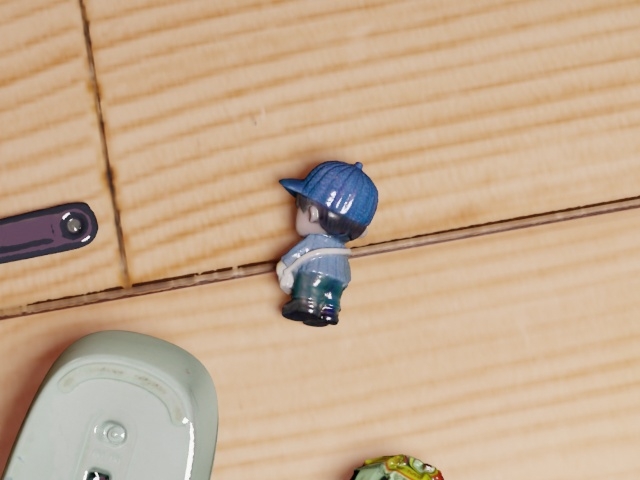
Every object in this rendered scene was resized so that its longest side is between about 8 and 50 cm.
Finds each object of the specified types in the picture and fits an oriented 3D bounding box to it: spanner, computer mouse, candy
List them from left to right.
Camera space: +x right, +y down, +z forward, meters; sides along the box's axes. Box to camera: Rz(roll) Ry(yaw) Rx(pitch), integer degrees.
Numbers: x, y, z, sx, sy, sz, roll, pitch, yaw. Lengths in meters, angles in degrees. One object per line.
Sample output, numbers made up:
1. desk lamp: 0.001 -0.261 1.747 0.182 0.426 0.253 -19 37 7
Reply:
1. spanner: -0.341 0.023 1.490 0.315 0.024 0.087 -12 74 -5
2. computer mouse: -0.174 0.213 1.388 0.159 0.097 0.289 15 84 4
3. candy: -0.001 0.284 1.335 0.091 0.083 0.305 46 60 -10

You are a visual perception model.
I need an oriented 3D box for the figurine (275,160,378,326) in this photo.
1. figurine: 0.006 -0.001 1.466 0.077 0.079 0.136 20 62 -37
